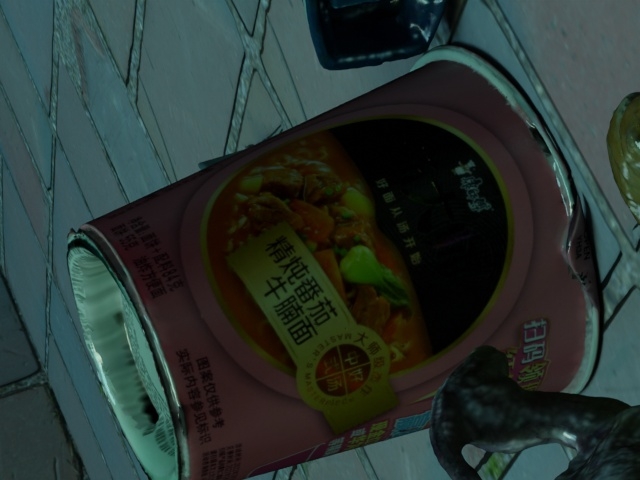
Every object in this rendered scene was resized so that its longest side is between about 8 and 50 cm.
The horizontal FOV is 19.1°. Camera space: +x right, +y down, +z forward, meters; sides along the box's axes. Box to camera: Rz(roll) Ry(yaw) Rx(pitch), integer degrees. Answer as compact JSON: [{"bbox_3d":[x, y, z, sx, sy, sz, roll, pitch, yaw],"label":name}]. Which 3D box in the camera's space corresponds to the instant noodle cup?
[{"bbox_3d":[-0.001,0.032,1.105,0.244,0.255,0.244,53,154,40],"label":"instant noodle cup"}]

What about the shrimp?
[{"bbox_3d":[0.181,-0.015,0.856,0.180,0.041,0.099,28,135,65],"label":"shrimp"}]

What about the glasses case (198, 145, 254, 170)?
[{"bbox_3d":[0.000,0.000,1.426,0.105,0.056,0.266,52,173,-30],"label":"glasses case"}]

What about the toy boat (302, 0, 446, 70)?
[{"bbox_3d":[0.030,-0.221,1.017,0.299,0.096,0.062,94,160,-47],"label":"toy boat"}]

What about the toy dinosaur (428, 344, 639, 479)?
[{"bbox_3d":[0.165,0.127,0.848,0.294,0.162,0.077,41,146,57],"label":"toy dinosaur"}]
